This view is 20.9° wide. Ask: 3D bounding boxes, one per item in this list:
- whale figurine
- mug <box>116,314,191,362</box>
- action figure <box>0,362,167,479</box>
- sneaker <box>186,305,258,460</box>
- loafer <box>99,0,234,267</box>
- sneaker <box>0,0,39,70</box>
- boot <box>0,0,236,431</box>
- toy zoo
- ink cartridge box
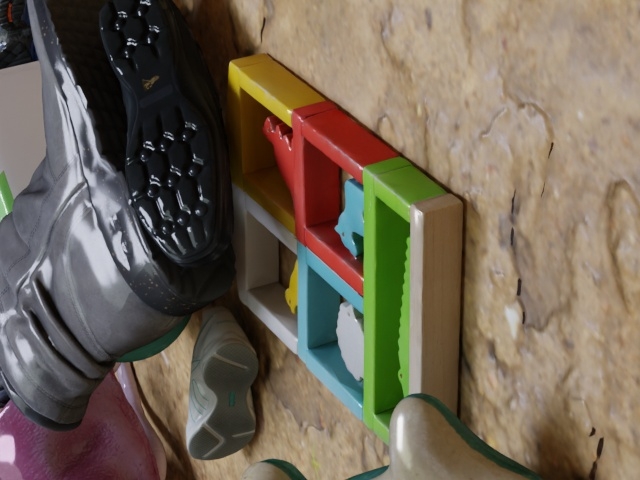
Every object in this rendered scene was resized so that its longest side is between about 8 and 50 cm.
[{"bbox_3d":[0.051,0.194,1.059,0.216,0.141,0.272,36,128,12],"label":"whale figurine"},{"bbox_3d":[-0.154,0.024,1.392,0.158,0.097,0.129,-49,60,19],"label":"mug"},{"bbox_3d":[-0.151,0.279,1.517,0.370,0.276,0.248,37,157,24],"label":"action figure"},{"bbox_3d":[-0.078,0.114,1.369,0.061,0.053,0.152,-109,23,-43],"label":"sneaker"},{"bbox_3d":[-0.097,-0.077,1.201,0.078,0.076,0.223,40,-151,-57],"label":"loafer"},{"bbox_3d":[-0.264,-0.202,1.533,0.221,0.083,0.087,128,135,-54],"label":"sneaker"},{"bbox_3d":[-0.204,-0.045,1.313,0.223,0.118,0.338,-38,56,35],"label":"boot"},{"bbox_3d":[0.000,0.000,1.149,0.293,0.030,0.192,42,140,49],"label":"toy zoo"},{"bbox_3d":[-0.270,-0.024,1.591,0.198,0.115,0.273,69,155,9],"label":"ink cartridge box"}]
